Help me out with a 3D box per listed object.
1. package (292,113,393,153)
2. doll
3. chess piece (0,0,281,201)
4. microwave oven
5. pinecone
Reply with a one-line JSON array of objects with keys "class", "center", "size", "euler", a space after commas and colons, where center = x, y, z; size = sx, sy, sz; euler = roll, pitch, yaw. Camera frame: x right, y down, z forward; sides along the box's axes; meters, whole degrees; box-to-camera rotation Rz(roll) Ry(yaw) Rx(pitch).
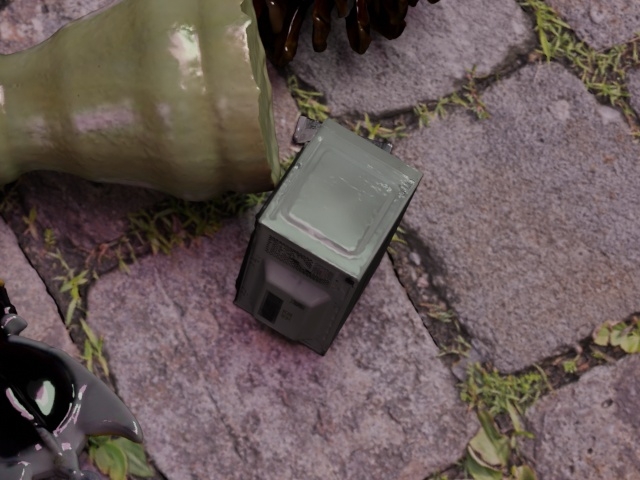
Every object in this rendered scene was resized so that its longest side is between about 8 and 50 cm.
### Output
[{"class": "package", "center": [0.025, -0.109, 1.829], "size": [0.110, 0.015, 0.037], "euler": [17, 64, 0]}, {"class": "doll", "center": [-0.315, 0.141, 1.601], "size": [0.145, 0.103, 0.316], "euler": [-26, 63, -36]}, {"class": "chess piece", "center": [-0.272, -0.135, 1.641], "size": [0.442, 0.234, 0.234], "euler": [-8, 66, 3]}, {"class": "microwave oven", "center": [0.000, 0.000, 1.665], "size": [0.122, 0.208, 0.162], "euler": [31, 63, 5]}, {"class": "pinecone", "center": [0.007, -0.309, 1.802], "size": [0.309, 0.244, 0.244], "euler": [-37, 76, -13]}]
